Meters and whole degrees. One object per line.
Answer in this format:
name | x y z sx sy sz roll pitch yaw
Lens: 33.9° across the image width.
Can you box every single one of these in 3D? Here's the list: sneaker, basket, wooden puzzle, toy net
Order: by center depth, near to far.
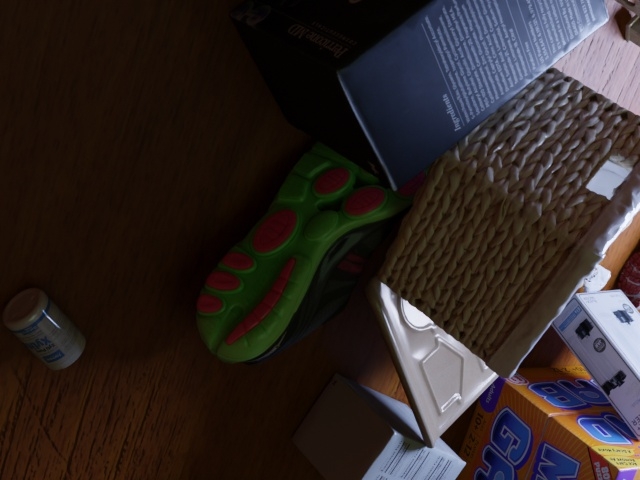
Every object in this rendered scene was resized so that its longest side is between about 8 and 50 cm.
basket | 0.303 -0.037 1.566 0.328 0.266 0.331 -45 164 -38
sneaker | 0.000 0.000 1.615 0.483 0.185 0.202 -43 161 -12
wooden puzzle | 0.211 0.125 1.785 0.348 0.080 0.322 -40 119 -37
toy net | 0.466 0.067 2.021 0.232 0.045 0.122 -11 118 -31
sneaker | 0.692 0.047 2.132 0.092 0.088 0.225 26 98 -41

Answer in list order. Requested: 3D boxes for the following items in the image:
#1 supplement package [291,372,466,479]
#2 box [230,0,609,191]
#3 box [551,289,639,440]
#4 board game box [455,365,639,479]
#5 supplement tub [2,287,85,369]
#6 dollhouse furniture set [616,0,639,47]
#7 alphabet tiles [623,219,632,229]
supplement package | 0.100 0.367 1.831 0.203 0.194 0.149 30 97 -40
box | 0.132 -0.305 1.430 0.395 0.293 0.212 -40 129 -11
box | 0.592 0.233 2.007 0.169 0.290 0.087 -2 138 -43
board game box | 0.514 0.487 2.071 0.356 0.356 0.356 3 112 -35
supplement tub | -0.383 0.123 1.456 0.071 0.071 0.107 -41 129 -9
dollhouse furniture set | 0.585 -0.453 1.813 0.182 0.101 0.161 -45 155 -6
alphabet tiles | 0.473 -0.094 1.928 0.284 0.021 0.278 -40 119 -15
